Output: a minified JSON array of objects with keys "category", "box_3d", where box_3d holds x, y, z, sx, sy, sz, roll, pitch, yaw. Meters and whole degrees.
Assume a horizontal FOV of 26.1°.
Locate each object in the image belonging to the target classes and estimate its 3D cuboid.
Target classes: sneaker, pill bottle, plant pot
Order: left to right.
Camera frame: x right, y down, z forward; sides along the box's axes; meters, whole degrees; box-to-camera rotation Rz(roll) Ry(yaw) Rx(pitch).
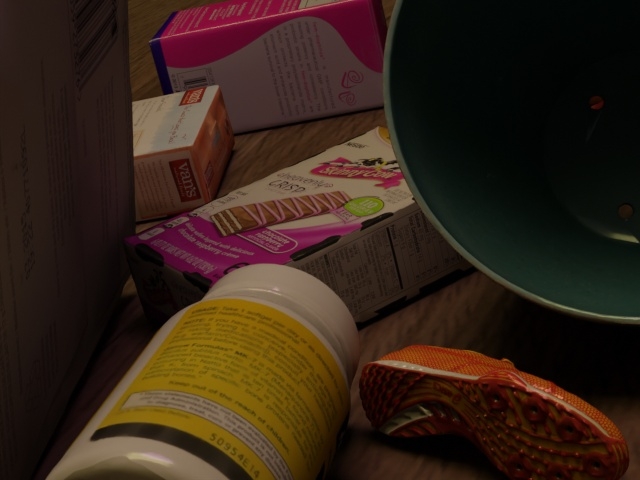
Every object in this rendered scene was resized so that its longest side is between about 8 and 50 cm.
[{"category":"pill bottle","box_3d":[-0.052,0.101,0.716,0.119,0.119,0.208,-5,25,21]},{"category":"sneaker","box_3d":[0.097,0.086,0.744,0.067,0.064,0.175,-19,24,-37]},{"category":"plant pot","box_3d":[0.198,-0.080,0.855,0.290,0.290,0.195,-9,-13,12]}]

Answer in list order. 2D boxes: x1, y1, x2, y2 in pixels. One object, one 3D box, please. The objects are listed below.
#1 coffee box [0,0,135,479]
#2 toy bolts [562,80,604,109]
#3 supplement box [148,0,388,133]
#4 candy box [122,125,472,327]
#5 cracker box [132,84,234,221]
[{"category":"coffee box","box_3d":[-0.318,-0.058,0.844,0.334,0.338,0.338,5,30,5]},{"category":"toy bolts","box_3d":[0.249,-0.141,1.051,0.218,0.158,0.228,-2,26,26]},{"category":"supplement box","box_3d":[-0.042,-0.182,1.375,0.220,0.111,0.114,-9,23,10]},{"category":"candy box","box_3d":[0.000,0.000,0.982,0.233,0.071,0.159,-25,25,-26]},{"category":"cracker box","box_3d":[-0.204,-0.067,1.258,0.232,0.067,0.156,-10,24,10]}]
